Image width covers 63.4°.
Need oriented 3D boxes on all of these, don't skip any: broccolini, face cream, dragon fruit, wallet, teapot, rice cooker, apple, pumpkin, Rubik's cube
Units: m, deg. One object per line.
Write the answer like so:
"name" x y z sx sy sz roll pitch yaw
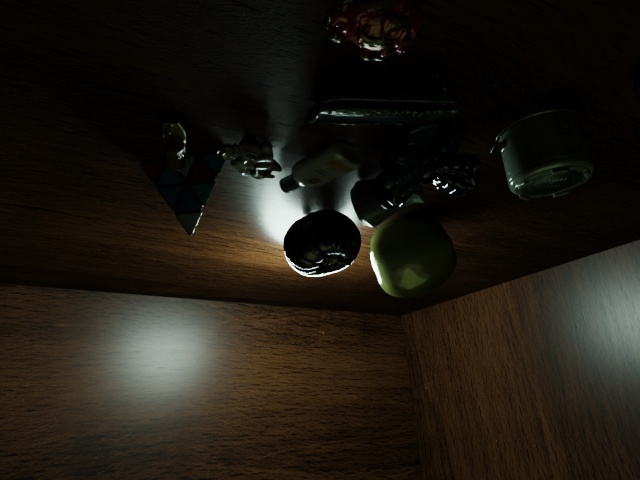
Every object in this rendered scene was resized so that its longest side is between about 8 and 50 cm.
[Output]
"broccolini" 0.298 -0.389 1.336 0.074 0.058 0.201 0 180 32
"face cream" -0.014 -0.224 1.652 0.291 0.070 0.144 -19 155 36
"dragon fruit" 0.100 -0.438 1.010 0.172 0.160 0.166 8 -171 -24
"wallet" 0.145 -0.334 1.323 0.343 0.075 0.237 -2 -175 -9
"teapot" 0.237 -0.157 1.788 0.225 0.170 0.203 -20 -173 22
"rice cooker" 0.635 -0.254 1.477 0.281 0.226 0.241 -8 161 4
"apple" 0.379 0.065 2.144 0.358 0.356 0.357 -4 160 -1
"pumpkin" 0.000 0.000 2.043 0.316 0.238 0.315 -19 156 -9
"Rubik's cube" -0.428 -0.129 1.595 0.250 0.234 0.284 8 157 -28

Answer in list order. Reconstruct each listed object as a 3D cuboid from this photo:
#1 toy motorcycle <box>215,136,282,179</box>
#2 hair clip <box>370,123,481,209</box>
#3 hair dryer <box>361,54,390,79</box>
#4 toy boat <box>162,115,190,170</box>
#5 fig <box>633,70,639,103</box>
"toy motorcycle" -0.194 -0.248 1.551 0.153 0.073 0.225 -18 155 26
"hair clip" 0.297 -0.215 1.520 0.311 0.206 0.194 -11 175 -5
"hair dryer" 0.125 -0.410 1.247 0.047 0.026 0.083 8 160 -28
"toy boat" -0.402 -0.265 1.440 0.068 0.087 0.226 0 160 -11
"fig" 0.912 -0.337 1.270 0.191 0.290 0.190 -27 171 -5
